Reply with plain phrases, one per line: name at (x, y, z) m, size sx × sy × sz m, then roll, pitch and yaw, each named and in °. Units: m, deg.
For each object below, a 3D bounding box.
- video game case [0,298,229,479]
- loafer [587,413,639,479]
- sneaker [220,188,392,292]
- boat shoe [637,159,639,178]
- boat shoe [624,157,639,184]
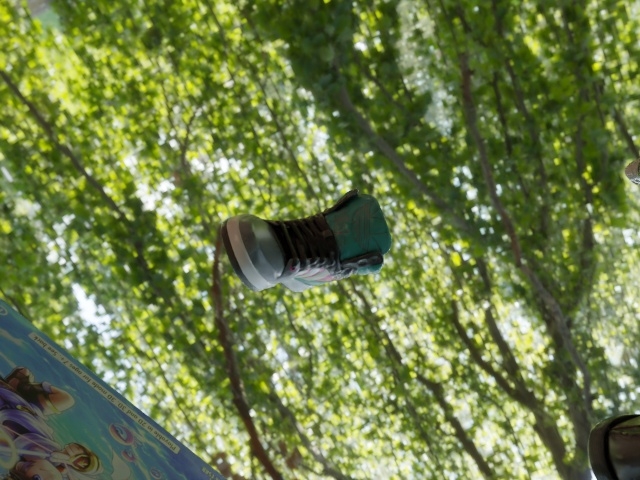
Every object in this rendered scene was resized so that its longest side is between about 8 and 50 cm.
video game case at (-0.167, 0.122, 0.346) m, size 0.061 × 0.269 × 0.244 m, roll -50°, pitch -177°, yaw 17°
loafer at (0.368, 0.185, 0.718) m, size 0.267 × 0.096 × 0.084 m, roll -3°, pitch 162°, yaw -30°
sneaker at (0.000, 0.000, 1.045) m, size 0.178 × 0.124 × 0.295 m, roll -23°, pitch 168°, yaw 15°
boat shoe at (0.394, -0.128, 0.666) m, size 0.324 × 0.119 × 0.123 m, roll 97°, pitch 18°, yaw -72°
boat shoe at (0.371, -0.079, 0.896) m, size 0.035 × 0.035 × 0.100 m, roll -22°, pitch 173°, yaw 33°
